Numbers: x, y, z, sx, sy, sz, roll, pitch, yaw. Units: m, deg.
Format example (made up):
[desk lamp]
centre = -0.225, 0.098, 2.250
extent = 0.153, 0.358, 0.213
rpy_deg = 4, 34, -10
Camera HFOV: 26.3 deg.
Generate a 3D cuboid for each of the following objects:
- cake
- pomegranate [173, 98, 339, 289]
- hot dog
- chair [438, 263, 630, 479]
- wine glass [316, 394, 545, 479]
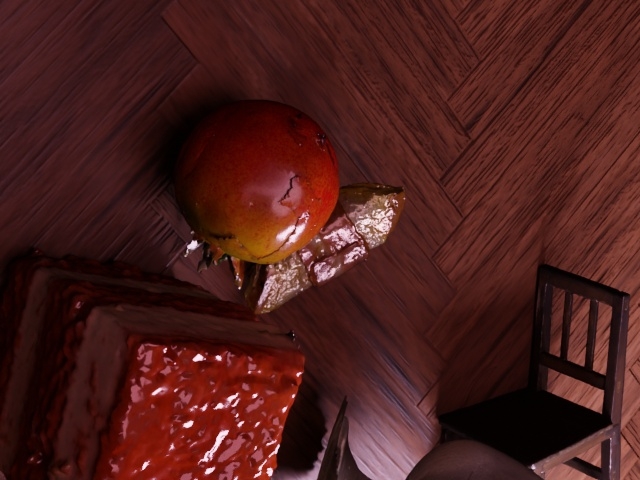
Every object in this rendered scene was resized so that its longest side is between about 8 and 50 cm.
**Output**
[cake]
centre = -0.220, 0.186, 1.608
extent = 0.270, 0.320, 0.270
rpy_deg = 11, 97, -39
[pomegranate]
centre = -0.083, -0.063, 1.701
extent = 0.210, 0.210, 0.235
rpy_deg = 18, 105, -38
[hot dog]
centre = -0.002, -0.005, 1.850
extent = 0.262, 0.093, 0.123
rpy_deg = -29, 129, -8
[chair]
centre = 0.325, 0.279, 2.103
extent = 0.241, 0.203, 0.416
rpy_deg = -15, 112, -34
[wine glass]
centre = 0.154, 0.373, 1.907
extent = 0.323, 0.238, 0.238
rpy_deg = 18, 94, -4
